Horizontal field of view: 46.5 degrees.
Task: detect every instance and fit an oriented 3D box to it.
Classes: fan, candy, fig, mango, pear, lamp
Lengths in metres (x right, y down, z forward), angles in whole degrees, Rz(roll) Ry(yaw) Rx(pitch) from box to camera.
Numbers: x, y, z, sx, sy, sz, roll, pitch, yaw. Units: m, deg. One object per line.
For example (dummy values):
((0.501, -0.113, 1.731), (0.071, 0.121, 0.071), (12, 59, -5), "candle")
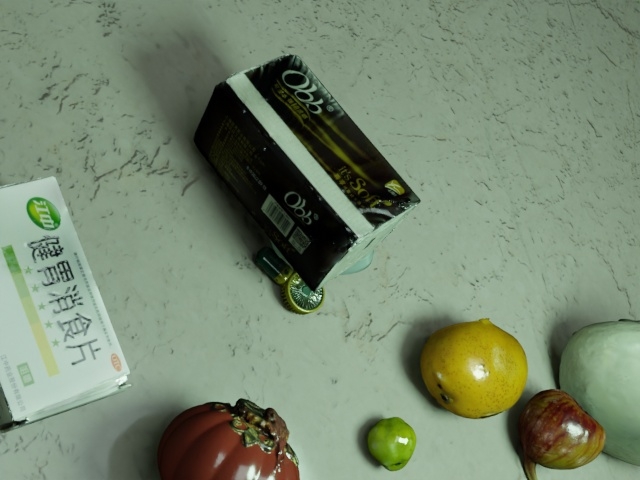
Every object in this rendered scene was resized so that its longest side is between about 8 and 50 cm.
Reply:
((-0.060, 0.072, 1.382), (0.155, 0.039, 0.082), (46, 55, -12), "fan")
((0.749, 0.353, 1.631), (0.186, 0.427, 0.386), (-48, 118, -44), "candy")
((0.487, 0.427, 1.592), (0.175, 0.207, 0.175), (41, 14, -12), "fig")
((0.328, 0.265, 1.524), (0.291, 0.160, 0.190), (0, 68, -45), "mango")
((0.137, 0.379, 1.390), (0.092, 0.092, 0.096), (-4, 77, -36), "pear")
((-0.134, 0.338, 1.127), (0.227, 0.227, 0.226), (12, 69, -32), "lamp")

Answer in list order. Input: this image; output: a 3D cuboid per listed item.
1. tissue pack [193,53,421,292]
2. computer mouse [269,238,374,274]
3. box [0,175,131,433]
((-0.031, -0.115, 1.306), (0.198, 0.210, 0.370), (-30, 78, -40), "tissue pack")
((0.000, 0.000, 1.424), (0.231, 0.079, 0.127), (11, 55, -23), "computer mouse")
((-0.419, 0.092, 1.060), (0.173, 0.145, 0.332), (-19, 86, -36), "box")
